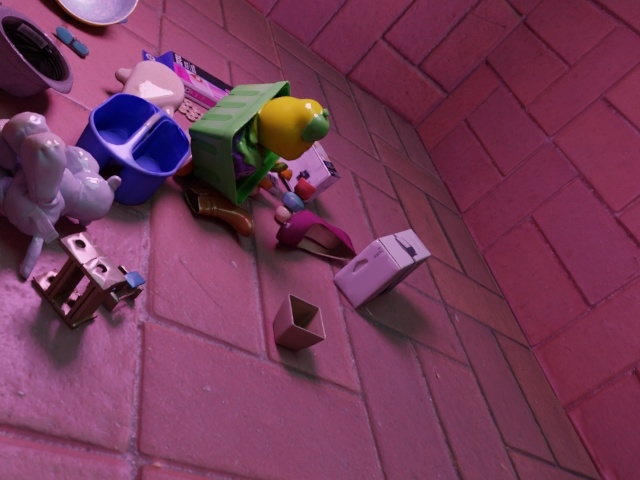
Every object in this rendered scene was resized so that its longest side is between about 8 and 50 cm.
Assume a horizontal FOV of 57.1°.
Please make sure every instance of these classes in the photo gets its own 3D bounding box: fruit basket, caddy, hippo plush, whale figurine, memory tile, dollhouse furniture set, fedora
[{"bbox_3d":[-0.144,-0.294,1.688,0.391,0.283,0.392,2,42,-1],"label":"fruit basket"},{"bbox_3d":[-0.472,-0.250,1.511,0.241,0.179,0.341,37,27,-16],"label":"caddy"},{"bbox_3d":[-0.517,-0.123,1.192,0.294,0.234,0.236,52,27,14],"label":"hippo plush"},{"bbox_3d":[-0.533,-0.416,1.757,0.216,0.141,0.272,42,50,-7],"label":"whale figurine"},{"bbox_3d":[-0.452,-0.450,2.027,0.148,0.012,0.113,39,26,-15],"label":"memory tile"},{"bbox_3d":[-0.436,0.060,1.166,0.129,0.129,0.183,48,27,5],"label":"dollhouse furniture set"},{"bbox_3d":[-0.728,-0.434,1.423,0.244,0.124,0.275,53,9,-23],"label":"fedora"}]

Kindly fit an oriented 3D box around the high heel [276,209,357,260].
[{"bbox_3d":[0.000,0.000,1.902,0.181,0.127,0.377,42,20,17],"label":"high heel"}]

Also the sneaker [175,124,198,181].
[{"bbox_3d":[-0.395,-0.268,1.783,0.121,0.099,0.262,17,37,6],"label":"sneaker"}]

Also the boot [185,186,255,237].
[{"bbox_3d":[-0.287,-0.079,1.668,0.197,0.073,0.152,44,21,26],"label":"boot"}]

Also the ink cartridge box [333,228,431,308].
[{"bbox_3d":[0.214,0.090,1.992,0.129,0.223,0.307,53,26,13],"label":"ink cartridge box"}]

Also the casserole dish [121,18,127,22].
[{"bbox_3d":[-0.756,-0.828,2.098,0.114,0.037,0.188,44,25,-5],"label":"casserole dish"}]

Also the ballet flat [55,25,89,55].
[{"bbox_3d":[-0.749,-0.599,1.780,0.114,0.041,0.041,41,26,-11],"label":"ballet flat"}]

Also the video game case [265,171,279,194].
[{"bbox_3d":[-0.240,-0.279,2.083,0.206,0.026,0.227,30,31,-30],"label":"video game case"}]

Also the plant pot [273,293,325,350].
[{"bbox_3d":[-0.064,0.223,1.525,0.109,0.096,0.109,28,31,-31],"label":"plant pot"}]

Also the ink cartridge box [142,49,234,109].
[{"bbox_3d":[-0.465,-0.577,2.142,0.370,0.069,0.176,22,34,-37],"label":"ink cartridge box"}]

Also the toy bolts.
[{"bbox_3d":[-0.143,-0.169,1.967,0.228,0.158,0.218,40,-2,2],"label":"toy bolts"}]

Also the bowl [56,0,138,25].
[{"bbox_3d":[-0.757,-0.837,1.936,0.289,0.290,0.156,31,-14,-29],"label":"bowl"}]

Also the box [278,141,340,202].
[{"bbox_3d":[-0.073,-0.303,2.166,0.087,0.169,0.290,4,54,-62],"label":"box"}]
